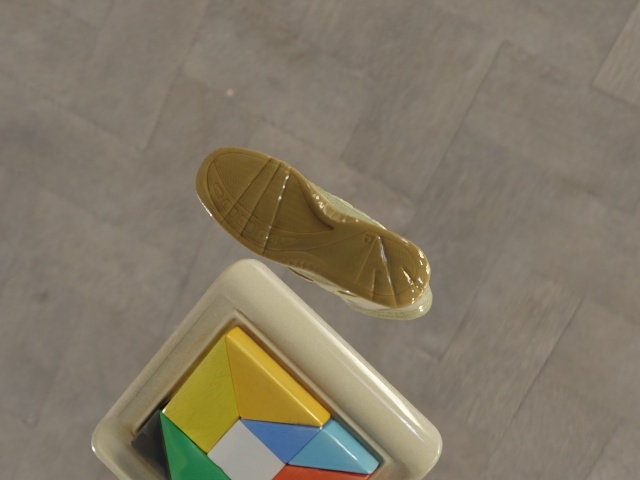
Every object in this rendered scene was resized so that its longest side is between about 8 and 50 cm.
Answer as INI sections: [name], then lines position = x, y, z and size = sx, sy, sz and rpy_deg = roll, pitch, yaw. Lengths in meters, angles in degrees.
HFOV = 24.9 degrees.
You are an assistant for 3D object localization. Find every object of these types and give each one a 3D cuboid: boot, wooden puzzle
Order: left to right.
[wooden puzzle]
position = -0.053, 0.165, 1.160
size = 0.221, 0.044, 0.238
rpy_deg = 44, 118, 5
[boot]
position = 0.000, 0.000, 1.522
size = 0.262, 0.203, 0.095
rpy_deg = 26, 86, 10
